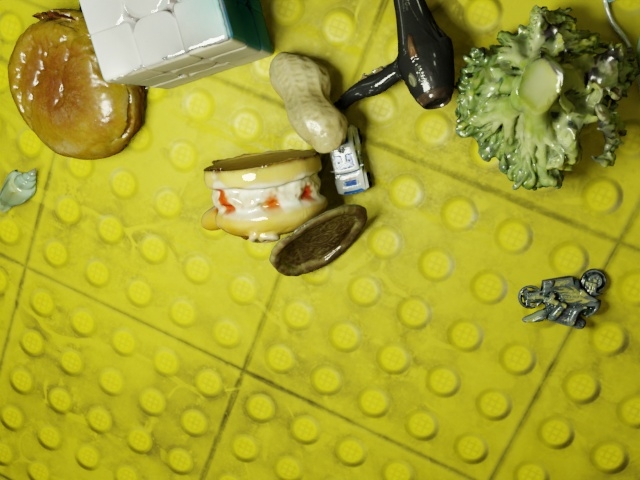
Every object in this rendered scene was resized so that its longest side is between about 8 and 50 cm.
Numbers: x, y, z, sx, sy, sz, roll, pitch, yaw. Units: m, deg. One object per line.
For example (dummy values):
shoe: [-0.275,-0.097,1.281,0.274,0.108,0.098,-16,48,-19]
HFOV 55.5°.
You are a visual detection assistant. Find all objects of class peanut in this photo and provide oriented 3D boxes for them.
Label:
peanut: [-0.021,-0.303,1.311,0.125,0.111,0.274,-27,69,3]

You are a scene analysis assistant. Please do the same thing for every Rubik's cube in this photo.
Rubik's cube: [-0.302,-0.502,1.274,0.291,0.292,0.290,-13,99,16]

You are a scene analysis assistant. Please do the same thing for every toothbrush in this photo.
toothbrush: [0.615,-0.385,1.224,0.026,0.022,0.262,-19,96,28]

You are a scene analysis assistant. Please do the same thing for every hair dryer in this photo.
hair dryer: [0.106,-0.375,1.308,0.360,0.120,0.303,-24,77,30]

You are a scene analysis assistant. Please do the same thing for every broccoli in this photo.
broccoli: [0.437,-0.273,1.184,0.324,0.272,0.334,41,111,-18]

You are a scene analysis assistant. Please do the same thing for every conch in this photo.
conch: [-0.791,-0.141,1.579,0.180,0.065,0.088,-36,92,23]

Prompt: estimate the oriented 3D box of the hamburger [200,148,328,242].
hamburger: [-0.135,-0.094,1.340,0.303,0.261,0.186,-1,105,17]

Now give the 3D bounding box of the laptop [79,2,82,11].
laptop: [-0.519,-0.644,1.442,0.135,0.016,0.197,2,100,14]

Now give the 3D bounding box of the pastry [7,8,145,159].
pastry: [-0.575,-0.360,1.436,0.356,0.164,0.355,3,104,11]

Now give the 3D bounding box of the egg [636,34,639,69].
egg: [0.709,-0.382,1.097,0.270,0.220,0.220,-41,90,21]

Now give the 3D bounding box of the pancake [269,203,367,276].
pancake: [-0.001,0.000,1.344,0.250,0.250,0.031,-39,65,17]

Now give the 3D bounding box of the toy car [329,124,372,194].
toy car: [0.059,-0.187,1.368,0.080,0.070,0.170,-11,99,16]

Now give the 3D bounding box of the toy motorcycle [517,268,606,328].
toy motorcycle: [0.534,0.139,1.327,0.194,0.061,0.124,-16,90,8]
